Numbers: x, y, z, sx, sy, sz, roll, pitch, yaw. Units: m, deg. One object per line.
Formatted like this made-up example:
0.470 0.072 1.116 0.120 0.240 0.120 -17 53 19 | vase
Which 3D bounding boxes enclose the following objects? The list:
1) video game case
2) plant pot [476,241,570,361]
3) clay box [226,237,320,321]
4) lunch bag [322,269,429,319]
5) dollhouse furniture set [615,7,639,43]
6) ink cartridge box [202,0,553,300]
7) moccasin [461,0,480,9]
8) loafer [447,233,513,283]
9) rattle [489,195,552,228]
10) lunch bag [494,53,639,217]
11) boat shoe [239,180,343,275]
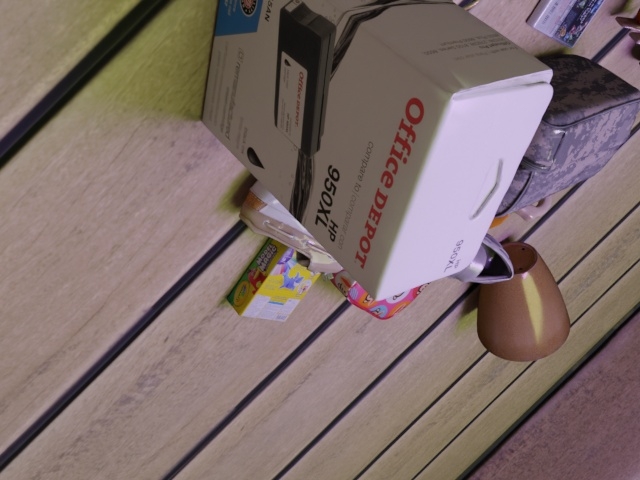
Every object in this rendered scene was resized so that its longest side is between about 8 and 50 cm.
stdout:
0.473 -0.455 1.461 0.173 0.022 0.190 4 124 -49 | video game case
0.494 0.131 2.007 0.237 0.237 0.254 -33 131 -16 | plant pot
-0.054 0.042 1.423 0.127 0.053 0.222 16 114 -52 | clay box
0.148 0.006 1.541 0.293 0.120 0.258 -47 148 6 | lunch bag
0.648 -0.470 1.449 0.135 0.259 0.262 9 127 -12 | dollhouse furniture set
0.040 -0.167 0.963 0.166 0.395 0.285 -18 140 -35 | ink cartridge box
0.129 -0.358 1.074 0.139 0.147 0.380 -33 146 -17 | moccasin
0.254 0.018 1.470 0.320 0.111 0.112 10 117 -47 | loafer
0.455 -0.110 1.799 0.199 0.130 0.142 -54 170 -36 | rattle
0.422 -0.189 1.529 0.305 0.212 0.256 -21 138 -32 | lunch bag
0.000 0.000 1.304 0.302 0.113 0.103 37 94 -23 | boat shoe
